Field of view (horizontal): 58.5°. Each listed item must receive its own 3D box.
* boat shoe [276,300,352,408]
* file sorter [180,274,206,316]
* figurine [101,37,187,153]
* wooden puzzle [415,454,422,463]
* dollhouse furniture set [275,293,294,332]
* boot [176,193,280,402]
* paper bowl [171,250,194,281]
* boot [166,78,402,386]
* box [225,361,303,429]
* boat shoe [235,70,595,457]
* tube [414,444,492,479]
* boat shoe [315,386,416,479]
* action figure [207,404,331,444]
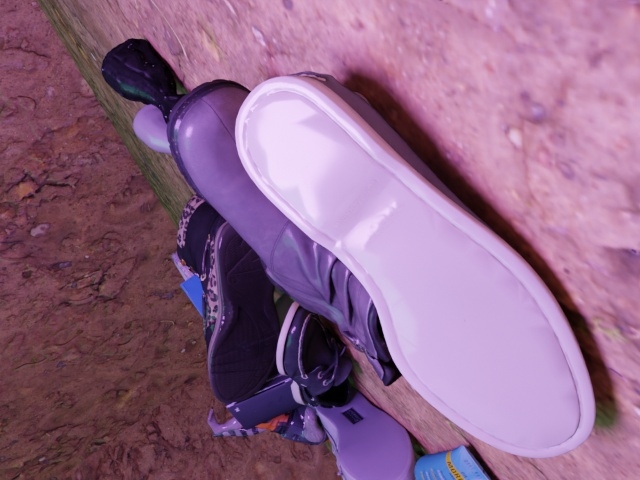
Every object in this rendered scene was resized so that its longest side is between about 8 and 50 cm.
[{"bbox_3d":[0.003,0.222,1.023,0.113,0.127,0.340,15,143,17],"label":"boat shoe"},{"bbox_3d":[-0.203,0.109,1.299,0.118,0.170,0.104,50,168,19],"label":"file sorter"},{"bbox_3d":[-0.241,-0.189,0.940,0.209,0.092,0.215,43,163,25],"label":"figurine"},{"bbox_3d":[0.192,0.407,1.011,0.078,0.014,0.116,48,165,9],"label":"wooden puzzle"},{"bbox_3d":[-0.048,0.187,1.166,0.152,0.076,0.058,51,171,-27],"label":"dollhouse furniture set"},{"bbox_3d":[-0.195,0.097,1.138,0.284,0.138,0.378,39,132,56],"label":"boot"},{"bbox_3d":[-0.286,0.120,1.618,0.284,0.148,0.284,50,165,19],"label":"paper bowl"},{"bbox_3d":[0.000,0.000,0.577,0.222,0.118,0.338,38,169,41],"label":"boot"},{"bbox_3d":[-0.131,0.276,1.242,0.207,0.153,0.108,-111,-2,-47],"label":"box"},{"bbox_3d":[0.076,0.008,0.408,0.319,0.116,0.099,48,-152,1],"label":"boat shoe"},{"bbox_3d":[0.185,0.319,0.786,0.080,0.052,0.207,47,159,11],"label":"tube"},{"bbox_3d":[0.086,0.410,1.060,0.157,0.135,0.367,71,165,-11],"label":"boat shoe"},{"bbox_3d":[-0.083,0.410,1.397,0.341,0.330,0.179,-75,-5,-88],"label":"action figure"}]
